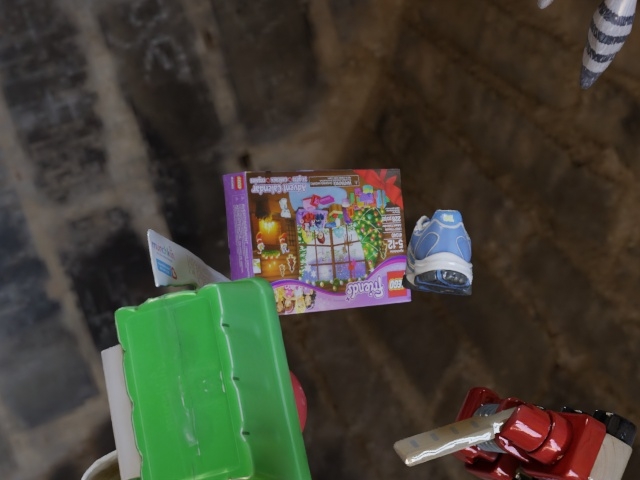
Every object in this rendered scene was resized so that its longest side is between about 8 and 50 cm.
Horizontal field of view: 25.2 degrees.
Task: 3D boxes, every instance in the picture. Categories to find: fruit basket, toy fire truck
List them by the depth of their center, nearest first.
[{"bbox_3d":[-0.094,0.181,1.451,0.353,0.165,0.327,59,18,-73],"label":"fruit basket"},{"bbox_3d":[0.199,0.231,1.643,0.246,0.158,0.217,31,-15,-20],"label":"toy fire truck"}]

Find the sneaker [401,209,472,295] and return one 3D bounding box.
[{"bbox_3d":[0.136,0.017,1.592,0.211,0.080,0.081,126,-31,-82],"label":"sneaker"}]

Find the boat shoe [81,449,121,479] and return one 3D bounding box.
[{"bbox_3d":[-0.189,0.264,1.786,0.367,0.156,0.135,-29,-144,45],"label":"boat shoe"}]

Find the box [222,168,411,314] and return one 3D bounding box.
[{"bbox_3d":[0.000,0.000,2.041,0.057,0.293,0.200,-6,-91,50],"label":"box"}]

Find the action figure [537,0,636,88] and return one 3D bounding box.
[{"bbox_3d":[0.375,-0.265,1.446,0.341,0.178,0.330,37,-16,9],"label":"action figure"}]
